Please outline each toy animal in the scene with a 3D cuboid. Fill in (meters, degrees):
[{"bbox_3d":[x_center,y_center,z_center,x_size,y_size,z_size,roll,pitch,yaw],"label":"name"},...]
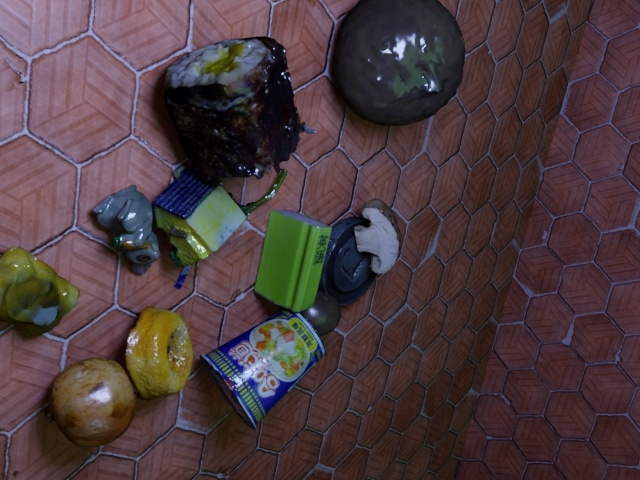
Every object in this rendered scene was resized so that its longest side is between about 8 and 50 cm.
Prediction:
[{"bbox_3d":[-0.446,-0.006,1.532,0.127,0.125,0.251,-31,137,-15],"label":"toy animal"}]

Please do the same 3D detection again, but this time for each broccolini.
[{"bbox_3d":[-0.201,-0.137,1.777,0.271,0.062,0.123,-42,151,-19],"label":"broccolini"}]

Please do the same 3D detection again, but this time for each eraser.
[{"bbox_3d":[-0.087,0.060,1.894,0.092,0.210,0.274,-1,108,-48],"label":"eraser"}]

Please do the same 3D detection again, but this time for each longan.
[{"bbox_3d":[0.222,-0.524,1.806,0.391,0.391,0.391,-24,126,-39],"label":"longan"},{"bbox_3d":[-0.024,0.244,2.082,0.187,0.167,0.167,-4,116,-10],"label":"longan"}]

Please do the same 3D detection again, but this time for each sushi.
[{"bbox_3d":[-0.201,-0.322,1.508,0.299,0.281,0.294,-48,138,-31],"label":"sushi"}]

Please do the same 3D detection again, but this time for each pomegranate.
[{"bbox_3d":[-0.564,0.400,1.526,0.215,0.215,0.215,-24,126,-39],"label":"pomegranate"}]

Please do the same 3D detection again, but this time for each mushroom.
[{"bbox_3d":[0.210,-0.032,2.158,0.151,0.156,0.285,-66,152,-51],"label":"mushroom"}]

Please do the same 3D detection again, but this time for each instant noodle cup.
[{"bbox_3d":[-0.158,0.363,1.875,0.312,0.284,0.284,-36,133,-21],"label":"instant noodle cup"}]

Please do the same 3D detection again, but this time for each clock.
[{"bbox_3d":[0.106,0.071,2.222,0.325,0.067,0.325,-24,125,-39],"label":"clock"}]

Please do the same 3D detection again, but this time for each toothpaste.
[{"bbox_3d":[-0.381,0.096,1.733,0.024,0.015,0.083,25,94,-43],"label":"toothpaste"}]

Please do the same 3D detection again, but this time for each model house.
[{"bbox_3d":[-0.341,-0.068,1.599,0.211,0.170,0.194,56,46,-20],"label":"model house"}]

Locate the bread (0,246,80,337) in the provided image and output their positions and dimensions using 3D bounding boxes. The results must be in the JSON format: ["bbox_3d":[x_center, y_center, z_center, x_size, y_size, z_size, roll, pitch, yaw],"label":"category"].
[{"bbox_3d":[-0.651,0.126,1.390,0.160,0.088,0.233,-55,141,-17],"label":"bread"}]

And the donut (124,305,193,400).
[{"bbox_3d":[-0.428,0.298,1.649,0.253,0.118,0.253,-7,90,-76],"label":"donut"}]

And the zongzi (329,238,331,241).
[{"bbox_3d":[0.000,0.000,2.065,0.083,0.073,0.067,-4,93,-48],"label":"zongzi"}]
